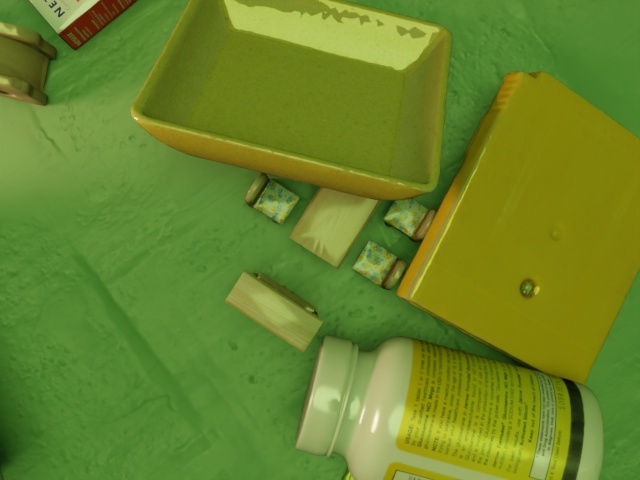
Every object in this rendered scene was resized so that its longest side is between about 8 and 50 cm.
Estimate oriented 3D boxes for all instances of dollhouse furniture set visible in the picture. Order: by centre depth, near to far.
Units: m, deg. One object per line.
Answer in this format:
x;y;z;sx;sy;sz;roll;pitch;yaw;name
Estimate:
0.000;0.000;1.019;0.212;0.161;0.242;32;87;0;dollhouse furniture set

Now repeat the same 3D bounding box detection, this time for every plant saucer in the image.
-0.019;-0.178;1.001;0.332;0.081;0.333;14;46;-1;plant saucer

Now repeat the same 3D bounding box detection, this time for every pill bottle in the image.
0.147;0.223;1.001;0.334;0.188;0.188;15;87;-1;pill bottle

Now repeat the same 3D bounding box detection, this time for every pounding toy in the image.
-0.479;-0.204;1.034;0.269;0.154;0.155;11;87;-20;pounding toy

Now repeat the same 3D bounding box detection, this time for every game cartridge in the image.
0.281;-0.013;1.041;0.285;0.052;0.324;29;84;-20;game cartridge

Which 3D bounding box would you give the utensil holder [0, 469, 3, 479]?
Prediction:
-0.584;0.182;0.920;0.327;0.327;0.385;-28;90;-2;utensil holder

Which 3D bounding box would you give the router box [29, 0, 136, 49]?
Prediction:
-0.318;-0.473;1.071;0.301;0.082;0.335;-40;89;-2;router box

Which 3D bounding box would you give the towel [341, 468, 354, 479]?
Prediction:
0.143;0.346;1.082;0.237;0.021;0.102;27;82;1;towel
